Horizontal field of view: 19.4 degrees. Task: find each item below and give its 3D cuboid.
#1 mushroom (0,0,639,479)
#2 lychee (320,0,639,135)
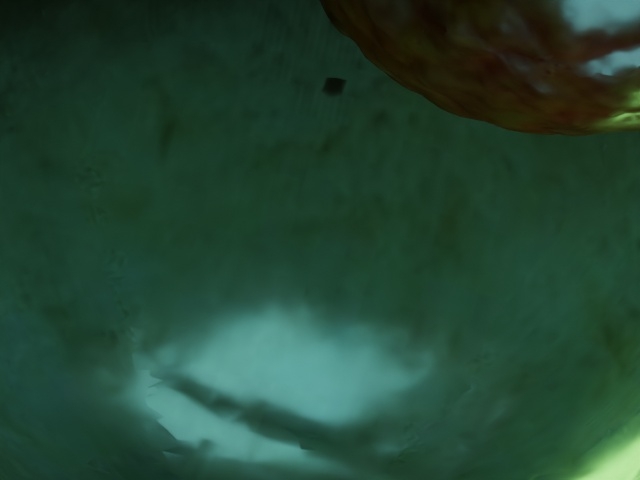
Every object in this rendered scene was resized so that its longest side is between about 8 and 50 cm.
[{"bbox_3d":[0.000,0.000,0.756,0.352,0.260,0.352,4,144,3],"label":"mushroom"},{"bbox_3d":[0.066,-0.154,0.518,0.300,0.255,0.255,-22,-177,-43],"label":"lychee"}]
